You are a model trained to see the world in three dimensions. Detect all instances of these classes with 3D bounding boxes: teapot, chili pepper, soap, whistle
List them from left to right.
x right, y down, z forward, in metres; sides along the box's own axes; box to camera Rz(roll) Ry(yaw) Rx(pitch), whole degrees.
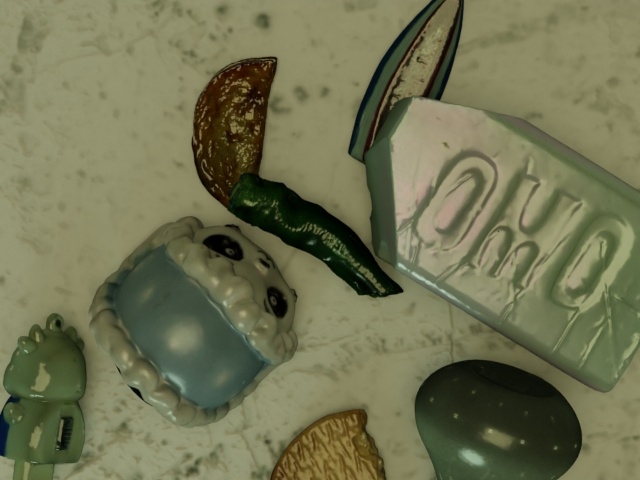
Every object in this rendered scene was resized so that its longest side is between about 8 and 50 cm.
[{"bbox_3d":[-0.311,0.201,1.913,0.092,0.110,0.244,9,92,34],"label":"whistle"},{"bbox_3d":[0.001,-0.002,1.895,0.224,0.098,0.061,32,94,-7],"label":"chili pepper"},{"bbox_3d":[0.169,0.263,1.865,0.183,0.183,0.251,17,102,2],"label":"teapot"},{"bbox_3d":[0.206,-0.014,1.857,0.347,0.115,0.208,32,91,-6],"label":"soap"}]

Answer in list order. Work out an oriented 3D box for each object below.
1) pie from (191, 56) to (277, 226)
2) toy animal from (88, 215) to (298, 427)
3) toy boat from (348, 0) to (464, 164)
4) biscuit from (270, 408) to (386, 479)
[{"bbox_3d":[-0.100,-0.113,1.930,0.088,0.033,0.191,5,92,6],"label":"pie"},{"bbox_3d":[-0.133,0.086,1.875,0.204,0.156,0.208,-40,93,6],"label":"toy animal"},{"bbox_3d":[0.104,-0.183,1.915,0.080,0.046,0.229,28,94,-2],"label":"toy boat"},{"bbox_3d":[0.013,0.308,1.932,0.144,0.033,0.224,-15,90,5],"label":"biscuit"}]
